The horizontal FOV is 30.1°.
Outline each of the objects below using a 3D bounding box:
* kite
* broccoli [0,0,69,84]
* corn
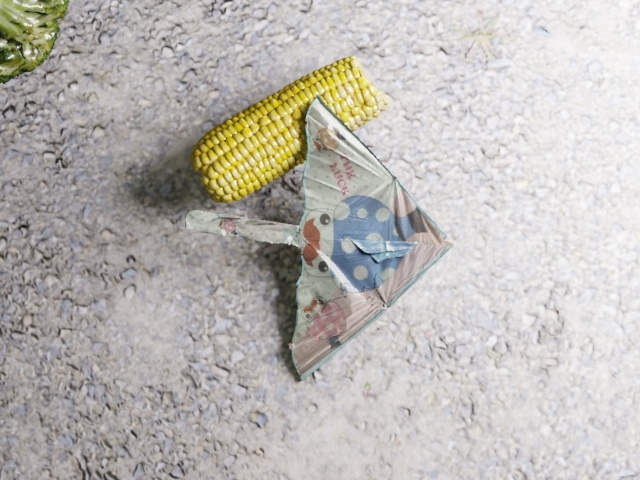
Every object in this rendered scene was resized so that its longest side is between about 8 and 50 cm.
[{"bbox_3d":[0.000,0.000,1.374,0.314,0.011,0.335,4,95,-6],"label":"kite"},{"bbox_3d":[-0.453,-0.338,1.423,0.304,0.283,0.321,29,100,1],"label":"broccoli"},{"bbox_3d":[-0.040,-0.132,1.408,0.244,0.093,0.093,-30,76,-2],"label":"corn"}]
